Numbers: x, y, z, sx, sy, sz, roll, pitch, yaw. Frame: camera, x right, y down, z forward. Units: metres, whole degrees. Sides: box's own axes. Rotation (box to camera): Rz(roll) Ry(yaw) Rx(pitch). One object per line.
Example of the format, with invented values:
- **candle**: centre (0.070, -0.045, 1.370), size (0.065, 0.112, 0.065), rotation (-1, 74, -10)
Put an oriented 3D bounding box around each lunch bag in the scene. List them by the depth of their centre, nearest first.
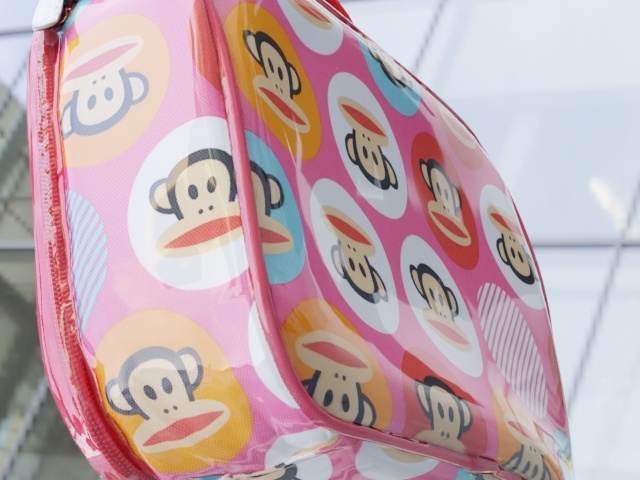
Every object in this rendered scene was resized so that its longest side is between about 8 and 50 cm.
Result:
- **lunch bag**: centre (0.000, 0.000, 0.778), size (0.293, 0.120, 0.258), rotation (33, -138, -53)
